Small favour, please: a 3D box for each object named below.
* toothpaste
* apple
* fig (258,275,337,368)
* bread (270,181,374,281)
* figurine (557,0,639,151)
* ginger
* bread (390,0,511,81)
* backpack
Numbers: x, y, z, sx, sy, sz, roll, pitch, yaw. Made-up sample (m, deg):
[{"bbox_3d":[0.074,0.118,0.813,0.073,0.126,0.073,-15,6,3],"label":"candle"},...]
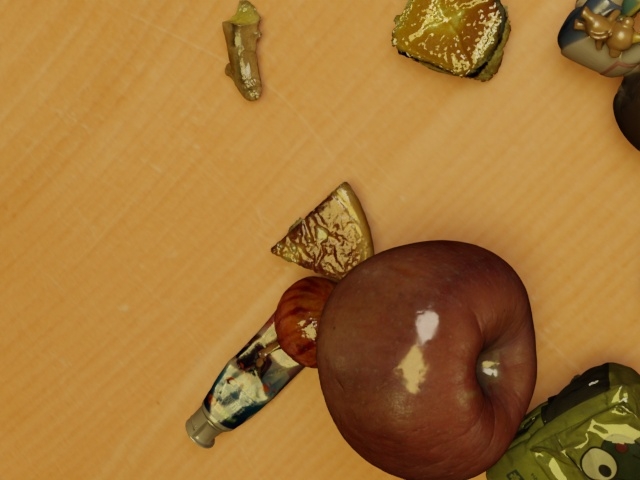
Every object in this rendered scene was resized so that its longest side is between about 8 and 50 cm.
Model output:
[{"bbox_3d":[-0.099,0.204,1.168,0.096,0.061,0.266,44,104,4],"label":"toothpaste"},{"bbox_3d":[0.128,0.143,0.965,0.235,0.305,0.306,7,104,42],"label":"apple"},{"bbox_3d":[-0.010,0.128,1.081,0.128,0.128,0.150,25,111,11],"label":"fig"},{"bbox_3d":[0.017,-0.017,1.081,0.154,0.054,0.136,17,106,7],"label":"bread"},{"bbox_3d":[0.395,-0.187,0.878,0.158,0.161,0.275,-39,93,0],"label":"figurine"},{"bbox_3d":[-0.107,-0.261,1.077,0.057,0.044,0.137,-3,102,0],"label":"ginger"},{"bbox_3d":[0.168,-0.271,0.972,0.140,0.069,0.128,23,106,16],"label":"bread"},{"bbox_3d":[0.342,0.283,0.999,0.253,0.140,0.207,-38,89,27],"label":"backpack"}]
